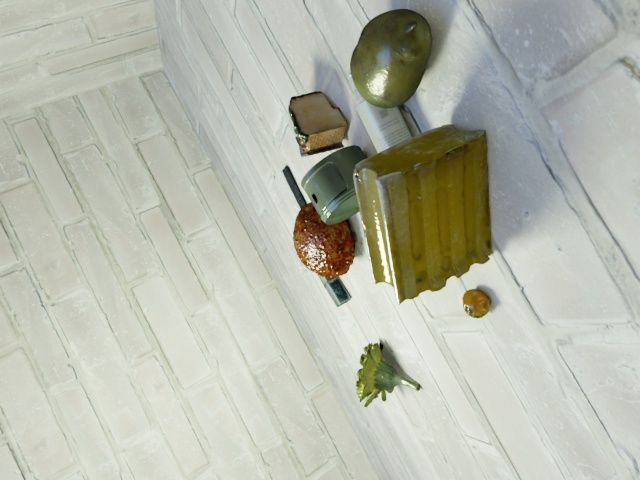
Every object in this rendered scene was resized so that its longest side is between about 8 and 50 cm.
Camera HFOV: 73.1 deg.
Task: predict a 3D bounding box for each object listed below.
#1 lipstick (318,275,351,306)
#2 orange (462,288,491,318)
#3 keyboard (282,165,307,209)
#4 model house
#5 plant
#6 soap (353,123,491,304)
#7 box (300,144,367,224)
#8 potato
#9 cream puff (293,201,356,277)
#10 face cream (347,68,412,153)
[{"bbox_3d":[0.041,0.186,2.131,0.290,0.077,0.076,58,160,17],"label":"lipstick"},{"bbox_3d":[0.420,0.174,1.178,0.086,0.062,0.086,53,157,34],"label":"orange"},{"bbox_3d":[-0.117,-0.231,2.082,0.262,0.016,0.106,63,160,-2],"label":"keyboard"},{"bbox_3d":[-0.020,-0.372,1.455,0.172,0.166,0.183,94,156,-62],"label":"model house"},{"bbox_3d":[0.284,0.587,1.952,0.306,0.297,0.261,24,-136,-45],"label":"plant"},{"bbox_3d":[0.243,-0.058,0.986,0.156,0.293,0.335,40,152,54],"label":"soap"},{"bbox_3d":[0.071,-0.172,1.367,0.149,0.226,0.226,58,160,12],"label":"box"},{"bbox_3d":[0.159,-0.406,0.961,0.174,0.159,0.251,35,165,-3],"label":"potato"},{"bbox_3d":[0.003,0.004,1.776,0.350,0.228,0.350,53,161,28],"label":"cream puff"},{"bbox_3d":[0.175,-0.294,1.135,0.346,0.102,0.102,65,161,-2],"label":"face cream"}]
